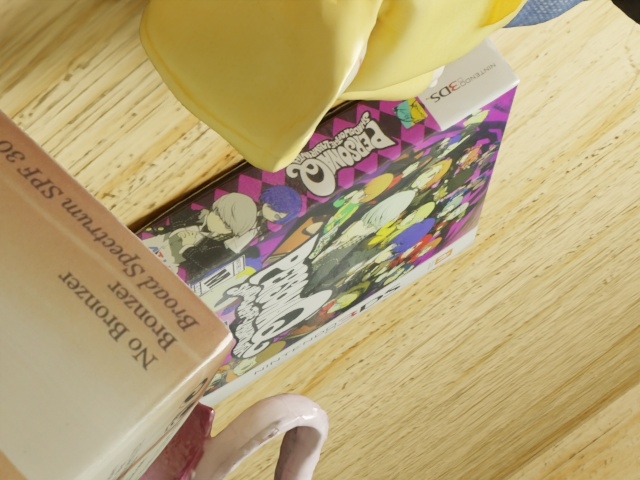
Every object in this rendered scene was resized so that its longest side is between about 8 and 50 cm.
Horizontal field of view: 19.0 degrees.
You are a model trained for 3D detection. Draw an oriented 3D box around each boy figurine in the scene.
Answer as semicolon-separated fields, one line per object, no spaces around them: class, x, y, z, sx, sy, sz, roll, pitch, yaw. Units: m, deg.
boy figurine;0.058;-0.108;0.756;0.285;0.092;0.177;-24;163;-41

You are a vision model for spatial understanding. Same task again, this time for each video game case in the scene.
video game case;0.000;0.000;1.027;0.210;0.042;0.232;-32;163;-13

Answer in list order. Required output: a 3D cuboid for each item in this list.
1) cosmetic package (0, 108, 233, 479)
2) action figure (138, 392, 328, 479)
cosmetic package;-0.186;0.093;0.613;0.296;0.153;0.129;-44;174;-35
action figure;-0.187;0.203;0.795;0.370;0.275;0.248;-60;162;-55
